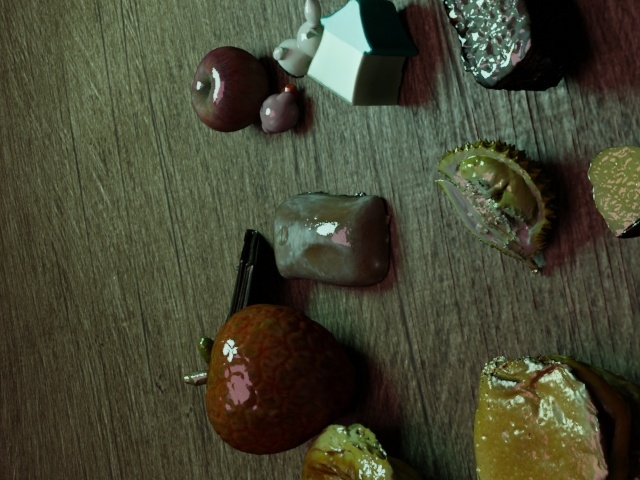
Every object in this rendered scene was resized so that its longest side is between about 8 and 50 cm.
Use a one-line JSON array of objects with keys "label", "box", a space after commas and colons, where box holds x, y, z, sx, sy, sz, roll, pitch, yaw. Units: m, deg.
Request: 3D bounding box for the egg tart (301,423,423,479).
[{"label": "egg tart", "box": [0.087, 0.444, 1.379, 0.352, 0.150, 0.352, 175, 90, -66]}]

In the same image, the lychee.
[{"label": "lychee", "box": [-0.089, 0.230, 1.515, 0.300, 0.255, 0.255, 15, 107, 31]}]

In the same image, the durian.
[{"label": "durian", "box": [0.254, -0.049, 1.194, 0.146, 0.102, 0.208, -14, 108, 52]}]

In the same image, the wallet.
[{"label": "wallet", "box": [-0.155, 0.152, 1.669, 0.169, 0.044, 0.317, -89, 12, -70]}]

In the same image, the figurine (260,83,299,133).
[{"label": "figurine", "box": [-0.068, -0.221, 1.554, 0.067, 0.071, 0.083, 30, 138, -5]}]

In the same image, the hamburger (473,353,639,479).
[{"label": "hamburger", "box": [0.305, 0.252, 1.122, 0.244, 0.163, 0.244, 0, 90, 55]}]

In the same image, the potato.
[{"label": "potato", "box": [0.373, -0.065, 1.067, 0.096, 0.066, 0.103, -37, 62, 30]}]

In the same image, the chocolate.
[{"label": "chocolate", "box": [-0.001, 0.000, 1.497, 0.261, 0.083, 0.161, 0, 97, 49]}]

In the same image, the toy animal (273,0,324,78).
[{"label": "toy animal", "box": [-0.021, -0.327, 1.484, 0.124, 0.085, 0.071, -31, 54, 41]}]

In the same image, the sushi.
[{"label": "sushi", "box": [0.240, -0.293, 1.140, 0.124, 0.127, 0.225, -39, 58, 46]}]

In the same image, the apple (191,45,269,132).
[{"label": "apple", "box": [-0.159, -0.269, 1.614, 0.153, 0.120, 0.153, 1, 91, 57]}]

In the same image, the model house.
[{"label": "model house", "box": [0.067, -0.291, 1.363, 0.127, 0.100, 0.149, 41, 127, 37]}]
